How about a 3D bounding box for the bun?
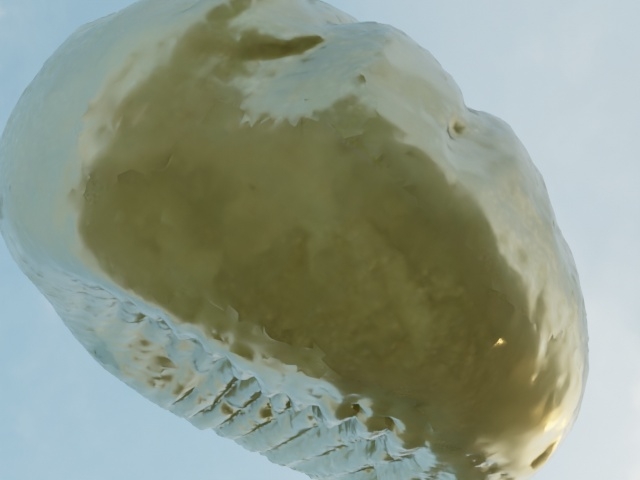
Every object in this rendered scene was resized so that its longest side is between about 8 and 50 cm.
[{"bbox_3d":[0.000,0.000,0.442,0.259,0.259,0.160,39,-111,-24],"label":"bun"}]
